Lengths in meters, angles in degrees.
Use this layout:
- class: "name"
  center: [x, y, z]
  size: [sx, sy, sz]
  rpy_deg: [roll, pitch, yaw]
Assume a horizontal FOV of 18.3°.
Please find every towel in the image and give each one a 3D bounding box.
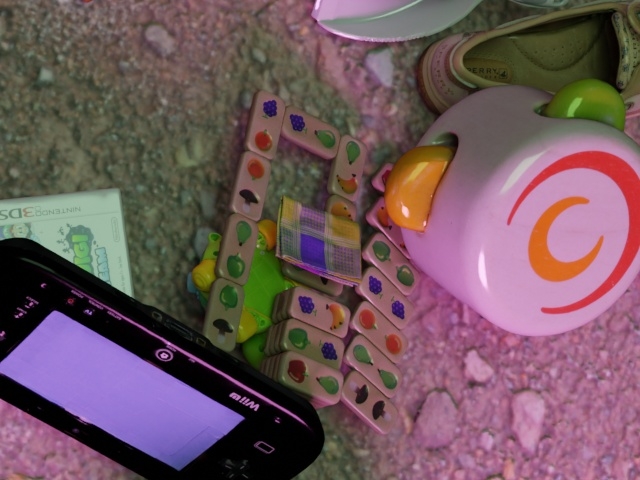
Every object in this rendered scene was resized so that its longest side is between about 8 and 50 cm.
- class: "towel"
  center: [0.000, 0.000, 1.624]
  size: [0.083, 0.009, 0.060]
  rpy_deg: [21, 57, -31]

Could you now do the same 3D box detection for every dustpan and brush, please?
- class: "dustpan and brush"
  center: [0.114, -0.228, 1.711]
  size: [0.211, 0.060, 0.147]
  rpy_deg: [2, 125, -27]

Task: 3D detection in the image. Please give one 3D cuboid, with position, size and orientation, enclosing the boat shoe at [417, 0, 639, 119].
- class: "boat shoe"
  center: [0.231, -0.155, 1.749]
  size: [0.285, 0.089, 0.104]
  rpy_deg: [-11, 87, -18]

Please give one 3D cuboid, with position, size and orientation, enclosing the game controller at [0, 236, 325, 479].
- class: "game controller"
  center: [-0.154, 0.109, 1.553]
  size: [0.319, 0.166, 0.067]
  rpy_deg: [31, 53, -19]

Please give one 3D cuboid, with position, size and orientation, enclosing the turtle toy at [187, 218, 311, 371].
- class: "turtle toy"
  center: [-0.060, 0.051, 1.648]
  size: [0.095, 0.066, 0.130]
  rpy_deg: [-36, 98, -38]

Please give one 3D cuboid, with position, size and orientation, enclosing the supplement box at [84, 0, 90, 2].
- class: "supplement box"
  center: [-0.114, -0.290, 1.664]
  size: [0.233, 0.080, 0.078]
  rpy_deg: [-32, 92, -16]

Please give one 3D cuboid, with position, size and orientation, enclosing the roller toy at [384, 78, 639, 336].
- class: "roller toy"
  center: [0.168, -0.027, 1.666]
  size: [0.209, 0.146, 0.191]
  rpy_deg: [-33, 124, -14]

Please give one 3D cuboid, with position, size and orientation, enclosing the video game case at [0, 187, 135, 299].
- class: "video game case"
  center: [-0.224, 0.042, 1.623]
  size: [0.143, 0.019, 0.157]
  rpy_deg: [-7, 86, -18]

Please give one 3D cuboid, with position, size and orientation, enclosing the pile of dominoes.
- class: "pile of dominoes"
  center: [0.011, 0.017, 1.641]
  size: [0.196, 0.040, 0.251]
  rpy_deg: [25, 63, -28]
